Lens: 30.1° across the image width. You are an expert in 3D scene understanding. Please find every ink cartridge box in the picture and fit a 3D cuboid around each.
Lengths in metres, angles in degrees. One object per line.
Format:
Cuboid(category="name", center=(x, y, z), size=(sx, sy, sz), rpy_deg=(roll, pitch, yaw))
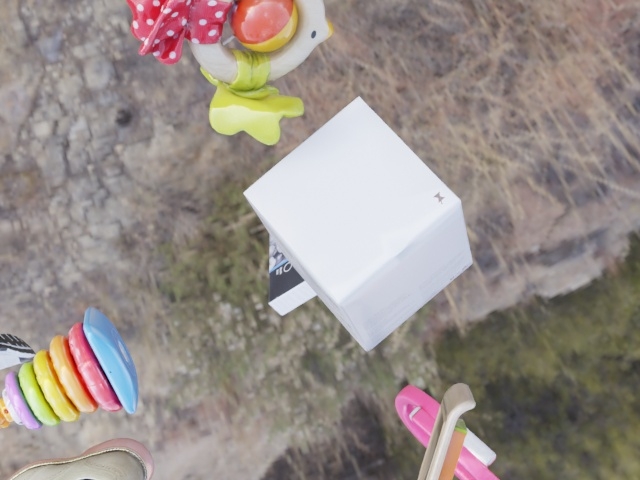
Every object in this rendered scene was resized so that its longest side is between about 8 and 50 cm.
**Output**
Cuboid(category="ink cartridge box", center=(0.000, 0.000, 2.038), size=(0.208, 0.206, 0.045), rpy_deg=(-30, 127, 25))

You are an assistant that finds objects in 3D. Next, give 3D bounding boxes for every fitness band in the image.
Cuboid(category="fitness band", center=(0.237, 0.367, 2.053), size=(0.054, 0.291, 0.209), rpy_deg=(-43, 152, -11))

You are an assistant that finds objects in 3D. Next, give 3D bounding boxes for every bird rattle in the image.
Cuboid(category="bird rattle", center=(-0.099, -0.250, 1.377), size=(0.207, 0.143, 0.253), rpy_deg=(-36, 126, 2))

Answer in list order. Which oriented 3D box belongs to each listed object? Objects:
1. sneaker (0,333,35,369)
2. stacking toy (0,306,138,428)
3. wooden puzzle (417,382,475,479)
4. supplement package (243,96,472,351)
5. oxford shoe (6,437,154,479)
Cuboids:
Cuboid(category="sneaker", center=(-0.381, 0.135, 1.390), size=(0.109, 0.040, 0.044), rpy_deg=(10, 113, -55))
Cuboid(category="stacking toy", center=(-0.460, 0.254, 1.969), size=(0.301, 0.166, 0.175), rpy_deg=(-27, 103, -4))
Cuboid(category="wooden puzzle", center=(0.140, 0.298, 1.474), size=(0.221, 0.044, 0.239), rpy_deg=(10, 102, -86))
Cuboid(category="supplement package", center=(0.058, -0.014, 1.577), size=(0.199, 0.198, 0.263), rpy_deg=(-40, 160, -4))
Cuboid(category="oxford shoe", center=(-0.506, 0.492, 2.237), size=(0.397, 0.146, 0.140), rpy_deg=(-29, 100, 19))
